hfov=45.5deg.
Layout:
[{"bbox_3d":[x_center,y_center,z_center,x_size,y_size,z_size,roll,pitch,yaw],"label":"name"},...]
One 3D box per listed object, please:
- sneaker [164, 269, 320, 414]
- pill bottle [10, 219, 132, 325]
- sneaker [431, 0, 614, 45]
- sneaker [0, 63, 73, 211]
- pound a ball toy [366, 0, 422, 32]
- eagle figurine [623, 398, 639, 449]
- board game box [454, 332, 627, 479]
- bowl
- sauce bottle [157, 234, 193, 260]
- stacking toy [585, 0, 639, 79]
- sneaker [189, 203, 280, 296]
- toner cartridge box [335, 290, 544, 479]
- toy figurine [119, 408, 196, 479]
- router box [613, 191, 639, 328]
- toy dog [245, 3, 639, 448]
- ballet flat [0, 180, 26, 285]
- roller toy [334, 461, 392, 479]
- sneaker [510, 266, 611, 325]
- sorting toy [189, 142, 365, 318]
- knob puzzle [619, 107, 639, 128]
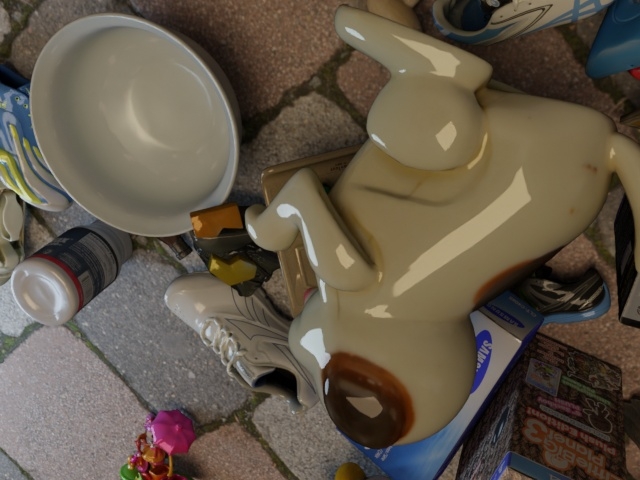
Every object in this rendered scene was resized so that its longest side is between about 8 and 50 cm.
[{"bbox_3d":[-0.108,0.146,1.137,0.297,0.129,0.111,29,123,6],"label":"sneaker"},{"bbox_3d":[-0.364,0.039,1.145,0.108,0.180,0.107,8,117,16],"label":"pill bottle"},{"bbox_3d":[0.222,-0.263,0.801,0.237,0.086,0.085,-13,88,46],"label":"sneaker"},{"bbox_3d":[-0.436,-0.158,1.126,0.126,0.091,0.240,-38,98,30],"label":"sneaker"},{"bbox_3d":[0.100,-0.386,0.800,0.136,0.208,0.319,43,111,22],"label":"pound a ball toy"},{"bbox_3d":[0.501,0.382,1.006,0.298,0.226,0.225,29,142,-1],"label":"eagle figurine"},{"bbox_3d":[0.272,0.300,0.983,0.141,0.291,0.232,24,120,7],"label":"board game box"},{"bbox_3d":[-0.223,-0.164,1.022,0.298,0.134,0.297,8,117,15],"label":"bowl"},{"bbox_3d":[-0.241,-0.027,1.149,0.042,0.042,0.128,-32,100,30],"label":"sauce bottle"},{"bbox_3d":[0.446,-0.184,0.775,0.302,0.175,0.165,28,85,-13],"label":"stacking toy"},{"bbox_3d":[-0.064,0.014,1.088,0.228,0.087,0.130,-3,138,3],"label":"sneaker"},{"bbox_3d":[0.150,0.190,1.050,0.165,0.075,0.347,36,130,21],"label":"toner cartridge box"},{"bbox_3d":[-0.277,0.366,1.337,0.173,0.130,0.159,21,109,37],"label":"toy figurine"},{"bbox_3d":[0.478,0.037,0.806,0.309,0.243,0.081,15,120,13],"label":"router box"},{"bbox_3d":[0.118,0.020,0.823,0.396,0.284,0.407,27,102,15],"label":"toy dog"},{"bbox_3d":[-0.511,-0.005,1.226,0.086,0.086,0.248,22,121,8],"label":"ballet flat"},{"bbox_3d":[0.068,0.471,1.201,0.146,0.209,0.191,-20,142,27],"label":"roller toy"},{"bbox_3d":[0.282,0.075,1.009,0.188,0.067,0.078,-13,89,26],"label":"sneaker"},{"bbox_3d":[0.000,0.000,0.993,0.307,0.041,0.229,-15,114,-8],"label":"sorting toy"},{"bbox_3d":[0.438,-0.110,0.790,0.213,0.213,0.029,11,86,15],"label":"knob puzzle"}]
